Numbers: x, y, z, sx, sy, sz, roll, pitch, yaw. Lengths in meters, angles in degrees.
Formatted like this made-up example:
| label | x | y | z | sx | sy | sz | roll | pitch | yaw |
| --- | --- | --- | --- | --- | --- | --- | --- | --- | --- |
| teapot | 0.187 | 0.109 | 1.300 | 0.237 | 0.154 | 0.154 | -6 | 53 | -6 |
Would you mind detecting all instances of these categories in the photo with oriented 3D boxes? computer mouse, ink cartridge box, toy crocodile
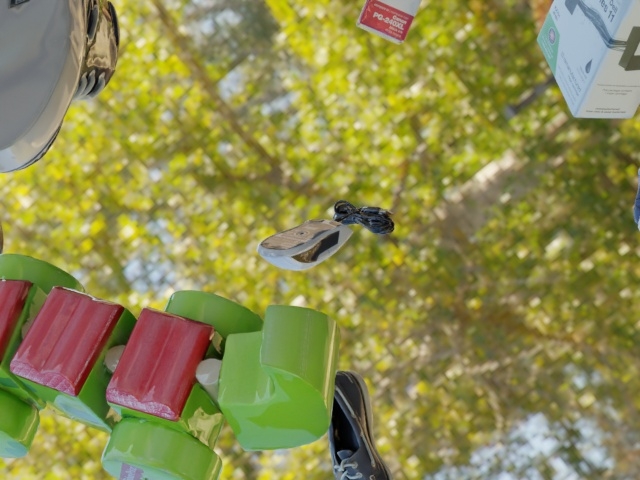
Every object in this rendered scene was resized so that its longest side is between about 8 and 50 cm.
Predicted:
| label | x | y | z | sx | sy | sz | roll | pitch | yaw |
| --- | --- | --- | --- | --- | --- | --- | --- | --- | --- |
| computer mouse | 0.000 | 0.000 | 1.646 | 0.106 | 0.193 | 0.042 | 13 | 117 | 43 |
| ink cartridge box | 0.100 | -0.317 | 1.625 | 0.063 | 0.150 | 0.109 | 24 | -173 | -2 |
| toy crocodile | -0.143 | 0.069 | 0.791 | 0.115 | 0.340 | 0.105 | -69 | -29 | -25 |
| ink cartridge box | 0.353 | -0.272 | 1.627 | 0.086 | 0.208 | 0.153 | -1 | -131 | -18 |

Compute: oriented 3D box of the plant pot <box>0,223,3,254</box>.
| label | x | y | z | sx | sy | sz | roll | pitch | yaw |
| --- | --- | --- | --- | --- | --- | --- | --- | --- | --- |
| plant pot | -0.375 | 0.026 | 1.119 | 0.167 | 0.167 | 0.165 | 46 | -140 | -20 |

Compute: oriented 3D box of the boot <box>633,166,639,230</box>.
| label | x | y | z | sx | sy | sz | roll | pitch | yaw |
| --- | --- | --- | --- | --- | --- | --- | --- | --- | --- |
| boot | 0.470 | -0.009 | 1.855 | 0.069 | 0.086 | 0.190 | 62 | -145 | -75 |

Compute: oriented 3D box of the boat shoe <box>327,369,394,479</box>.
| label | x | y | z | sx | sy | sz | roll | pitch | yaw |
| --- | --- | --- | --- | --- | --- | --- | --- | --- | --- |
| boat shoe | 0.031 | 0.248 | 1.532 | 0.065 | 0.075 | 0.206 | 7 | -115 | -51 |

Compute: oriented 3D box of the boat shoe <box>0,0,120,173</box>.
| label | x | y | z | sx | sy | sz | roll | pitch | yaw |
| --- | --- | --- | --- | --- | --- | --- | --- | --- | --- |
| boat shoe | -0.252 | -0.163 | 1.285 | 0.158 | 0.127 | 0.341 | 63 | -159 | -48 |
